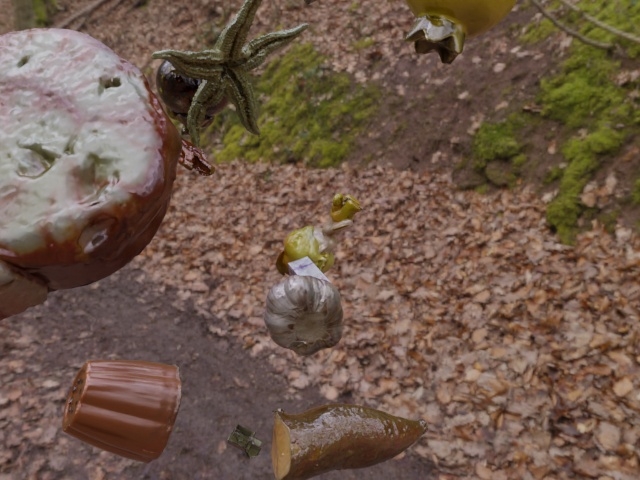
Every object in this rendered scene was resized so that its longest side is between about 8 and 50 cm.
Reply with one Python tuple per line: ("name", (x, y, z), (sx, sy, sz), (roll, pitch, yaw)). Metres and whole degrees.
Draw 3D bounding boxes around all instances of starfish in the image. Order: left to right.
("starfish", (-0.171, -0.347, 1.152), (0.358, 0.347, 0.078), (-36, 56, -26))

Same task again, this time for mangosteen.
("mangosteen", (-0.330, -0.371, 1.448), (0.193, 0.217, 0.192), (18, 31, -11))

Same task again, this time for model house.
("model house", (-0.192, 0.514, 1.430), (0.083, 0.058, 0.057), (29, 13, -4))

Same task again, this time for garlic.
("garlic", (-0.029, 0.130, 1.009), (0.147, 0.159, 0.102), (-41, 27, 1))

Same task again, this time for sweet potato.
("sweet potato", (0.058, 0.373, 1.084), (0.337, 0.131, 0.131), (2, 16, -30))

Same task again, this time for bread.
("bread", (-0.322, -0.079, 0.592), (0.328, 0.114, 0.295), (-30, 73, -15))

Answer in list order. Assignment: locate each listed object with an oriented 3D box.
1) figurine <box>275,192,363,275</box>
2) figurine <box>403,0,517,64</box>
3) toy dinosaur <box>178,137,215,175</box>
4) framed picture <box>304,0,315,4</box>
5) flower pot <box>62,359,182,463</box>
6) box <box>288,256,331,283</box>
("figurine", (0.000, 0.000, 1.296), (0.131, 0.246, 0.156), (32, 16, -18))
("figurine", (0.160, -0.294, 0.580), (0.128, 0.234, 0.185), (7, 7, 18))
("toy dinosaur", (-0.403, -0.209, 1.083), (0.433, 0.097, 0.208), (24, 14, 25))
("framed picture", (-0.057, -0.400, 0.514), (0.020, 0.289, 0.211), (-33, -5, -27))
("flower pot", (-0.378, 0.311, 1.064), (0.173, 0.190, 0.191), (22, 8, -30))
("box", (-0.021, 0.081, 1.162), (0.051, 0.036, 0.117), (-21, 37, -21))
